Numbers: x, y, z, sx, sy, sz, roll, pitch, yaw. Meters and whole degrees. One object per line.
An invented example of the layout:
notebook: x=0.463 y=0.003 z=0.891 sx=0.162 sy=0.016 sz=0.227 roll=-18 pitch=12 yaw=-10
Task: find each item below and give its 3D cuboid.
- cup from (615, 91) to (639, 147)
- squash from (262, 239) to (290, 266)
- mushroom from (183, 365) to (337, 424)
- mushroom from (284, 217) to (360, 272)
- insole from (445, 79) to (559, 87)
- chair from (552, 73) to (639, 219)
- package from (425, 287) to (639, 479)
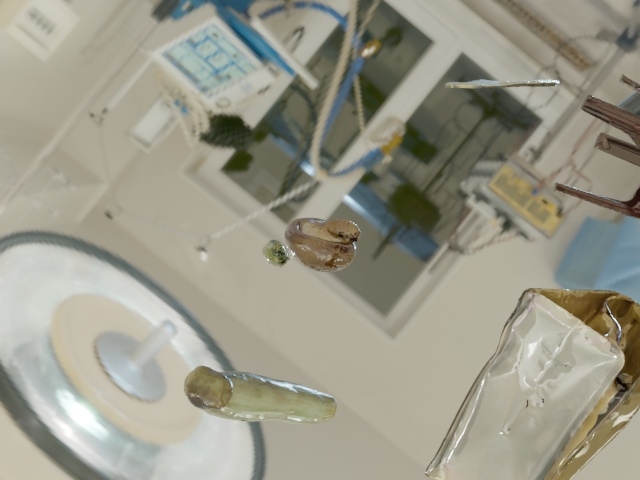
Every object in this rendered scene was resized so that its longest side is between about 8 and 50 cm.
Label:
cup: x=0.569 y=-0.226 z=1.711 sx=0.113 sy=0.138 sz=0.150 roll=50 pitch=-175 yaw=-36
squash: x=-0.088 y=0.027 z=2.044 sx=0.052 sy=0.052 sz=0.183 roll=39 pitch=177 yaw=-8
mushroom: x=-0.109 y=0.291 z=1.909 sx=0.333 sy=0.087 sz=0.107 roll=15 pitch=-167 yaw=-46
mushroom: x=0.000 y=0.000 z=1.637 sx=0.127 sy=0.087 sz=0.127 roll=15 pitch=-164 yaw=-4
insole: x=0.272 y=-0.233 z=1.537 sx=0.081 sy=0.011 sz=0.247 roll=9 pitch=-166 yaw=42
chair: x=0.543 y=-0.108 z=1.526 sx=0.326 sy=0.176 sz=0.183 roll=24 pitch=166 yaw=0
package: x=0.311 y=0.234 z=1.339 sx=0.221 sy=0.311 sz=0.165 roll=6 pitch=-149 yaw=-40
